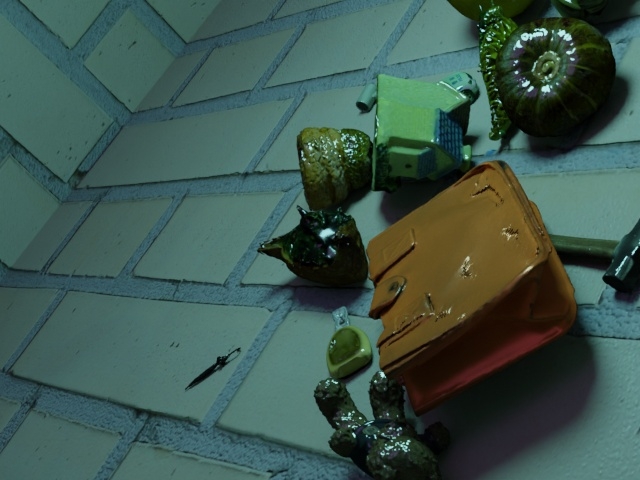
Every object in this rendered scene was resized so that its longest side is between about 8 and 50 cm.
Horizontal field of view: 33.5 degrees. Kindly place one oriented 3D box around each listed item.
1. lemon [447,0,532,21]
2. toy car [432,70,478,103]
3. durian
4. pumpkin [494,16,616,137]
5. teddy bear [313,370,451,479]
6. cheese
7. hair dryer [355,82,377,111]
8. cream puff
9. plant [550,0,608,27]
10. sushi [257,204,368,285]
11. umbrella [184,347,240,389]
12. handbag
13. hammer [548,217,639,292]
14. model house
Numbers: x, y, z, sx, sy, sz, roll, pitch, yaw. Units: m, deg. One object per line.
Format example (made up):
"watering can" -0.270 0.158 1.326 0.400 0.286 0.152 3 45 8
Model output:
"lemon" 0.361 -0.576 2.253 0.236 0.236 0.263 -19 11 38
"toy car" 0.219 -0.276 2.198 0.224 0.076 0.090 -38 28 12
"durian" 0.356 -0.347 2.047 0.106 0.132 0.375 -17 54 29
"pumpkin" 0.418 -0.294 1.885 0.219 0.162 0.219 -10 70 30
"teddy bear" 0.096 0.291 1.547 0.182 0.129 0.251 -12 24 -12
"cheese" 0.044 0.171 1.865 0.086 0.036 0.162 -34 30 15
"hair dryer" 0.141 -0.327 2.418 0.124 0.038 0.063 3 54 44
"cream puff" 0.045 -0.157 2.204 0.169 0.183 0.183 -9 35 4
"plant" 0.433 -0.534 2.071 0.333 0.180 0.251 11 55 25
"sushi" 0.000 0.001 2.038 0.287 0.140 0.149 14 68 56
"umbrella" -0.217 0.254 2.106 0.149 0.022 0.022 -38 -13 11
"handbag" 0.211 0.053 1.626 0.303 0.116 0.410 -33 23 15
"hammer" 0.370 0.010 1.670 0.111 0.043 0.365 -54 28 -16
"model house" 0.192 -0.188 2.041 0.189 0.195 0.214 1 48 3
